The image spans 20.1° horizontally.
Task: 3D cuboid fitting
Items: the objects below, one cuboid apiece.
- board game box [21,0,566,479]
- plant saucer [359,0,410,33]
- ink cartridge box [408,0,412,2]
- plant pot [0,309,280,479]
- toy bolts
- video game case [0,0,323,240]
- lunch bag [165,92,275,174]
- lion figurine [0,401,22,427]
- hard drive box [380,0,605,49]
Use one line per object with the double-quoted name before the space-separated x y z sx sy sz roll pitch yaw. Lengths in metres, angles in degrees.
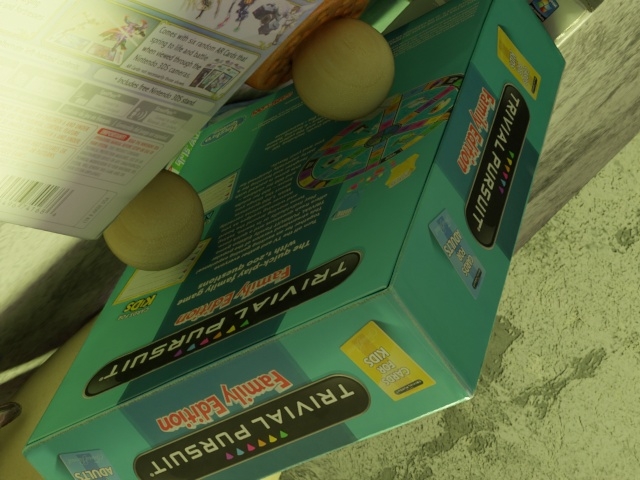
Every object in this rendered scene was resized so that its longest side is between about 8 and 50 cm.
"board game box" -0.003 0.002 1.060 0.254 0.079 0.336 -25 -155 31
"plant saucer" 0.047 -0.192 1.385 0.195 0.037 0.195 -37 170 -8
"ink cartridge box" 0.108 -0.238 1.240 0.171 0.056 0.235 -43 156 17
"plant pot" -0.121 0.137 1.536 0.274 0.256 0.256 -55 164 25
"toy bolts" -0.082 -0.093 1.011 0.228 0.158 0.218 -42 169 14
"video game case" -0.128 -0.116 0.819 0.244 0.061 0.269 -43 151 22
"lunch bag" 0.000 0.000 1.465 0.115 0.243 0.303 -45 169 26
"lion figurine" -0.386 0.286 1.405 0.392 0.142 0.240 -22 124 -42
"hard drive box" 0.107 -0.140 1.258 0.232 0.089 0.181 -44 179 34
